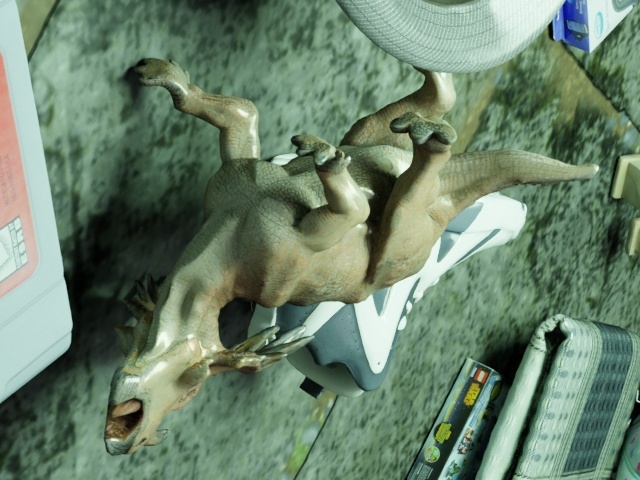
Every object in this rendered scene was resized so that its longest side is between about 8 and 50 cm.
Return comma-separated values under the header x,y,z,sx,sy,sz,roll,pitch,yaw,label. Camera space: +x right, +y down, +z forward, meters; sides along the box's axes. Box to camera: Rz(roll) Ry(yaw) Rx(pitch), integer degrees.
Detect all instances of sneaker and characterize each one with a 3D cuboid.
x,y,z,sx,sy,sz,roll,pitch,yaw,label
0.035,0.028,1.296,0.235,0.094,0.153,-4,116,-56,sneaker

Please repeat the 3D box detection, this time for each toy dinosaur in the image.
x,y,z,sx,sy,sz,roll,pitch,yaw,label
0.000,0.000,1.128,0.295,0.127,0.200,-11,128,-20,toy dinosaur

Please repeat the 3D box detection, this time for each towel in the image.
x,y,z,sx,sy,sz,roll,pitch,yaw,label
0.179,0.220,1.666,0.312,0.056,0.324,13,95,-69,towel

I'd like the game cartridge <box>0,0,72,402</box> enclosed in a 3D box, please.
x,y,z,sx,sy,sz,roll,pitch,yaw,label
-0.213,-0.006,0.927,0.196,0.060,0.294,-37,140,-33,game cartridge

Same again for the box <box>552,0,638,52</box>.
x,y,z,sx,sy,sz,roll,pitch,yaw,label
0.217,-0.202,1.475,0.136,0.028,0.081,-48,146,-30,box

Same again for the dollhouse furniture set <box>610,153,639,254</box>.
x,y,z,sx,sy,sz,roll,pitch,yaw,label
0.299,0.001,1.722,0.161,0.101,0.182,-5,119,-28,dollhouse furniture set

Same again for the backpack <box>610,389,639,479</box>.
x,y,z,sx,sy,sz,roll,pitch,yaw,label
0.332,0.220,1.802,0.182,0.152,0.115,-42,150,-72,backpack

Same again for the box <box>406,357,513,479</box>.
x,y,z,sx,sy,sz,roll,pitch,yaw,label
0.113,0.169,1.581,0.137,0.027,0.094,-63,151,-4,box

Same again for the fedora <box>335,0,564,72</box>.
x,y,z,sx,sy,sz,roll,pitch,yaw,label
0.040,-0.230,1.083,0.275,0.124,0.244,38,77,-51,fedora
